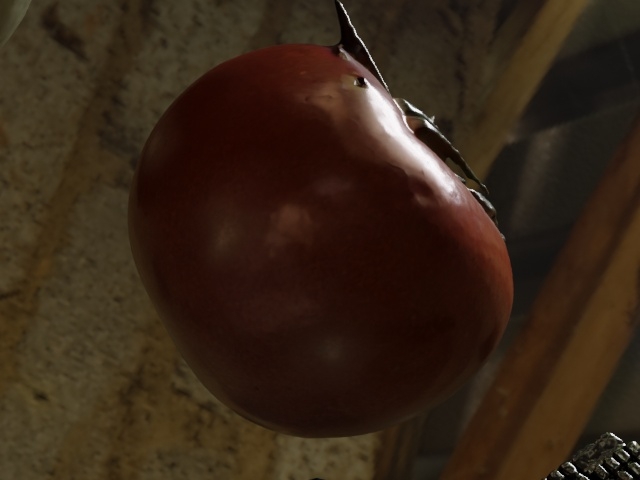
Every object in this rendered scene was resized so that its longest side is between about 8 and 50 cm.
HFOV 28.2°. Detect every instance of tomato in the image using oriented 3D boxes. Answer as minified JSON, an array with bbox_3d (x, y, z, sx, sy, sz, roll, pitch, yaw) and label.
[{"bbox_3d":[0.000,0.000,0.812,0.224,0.256,0.256,-32,-149,1],"label":"tomato"}]

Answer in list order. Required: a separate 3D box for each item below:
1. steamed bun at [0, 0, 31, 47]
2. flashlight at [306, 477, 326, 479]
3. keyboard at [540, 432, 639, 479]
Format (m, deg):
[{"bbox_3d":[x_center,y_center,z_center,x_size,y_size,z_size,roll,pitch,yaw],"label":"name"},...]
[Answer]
[{"bbox_3d":[-0.424,-0.245,1.036,0.456,0.290,0.371,-48,175,40],"label":"steamed bun"},{"bbox_3d":[-0.002,0.197,0.757,0.051,0.051,0.129,-39,-151,31],"label":"flashlight"},{"bbox_3d":[0.105,0.169,0.648,0.072,0.231,0.023,37,-42,33],"label":"keyboard"}]
